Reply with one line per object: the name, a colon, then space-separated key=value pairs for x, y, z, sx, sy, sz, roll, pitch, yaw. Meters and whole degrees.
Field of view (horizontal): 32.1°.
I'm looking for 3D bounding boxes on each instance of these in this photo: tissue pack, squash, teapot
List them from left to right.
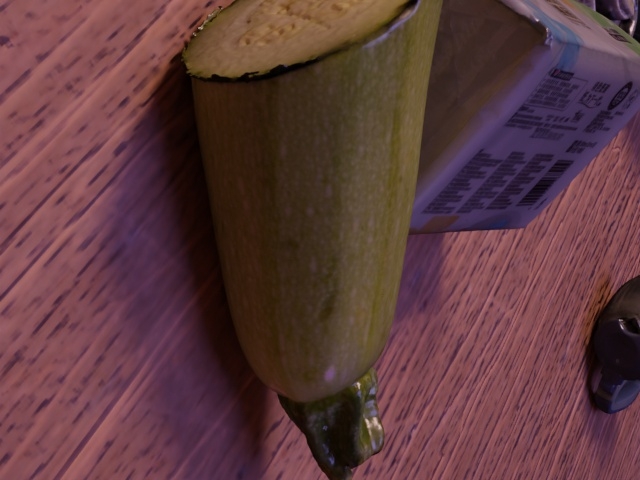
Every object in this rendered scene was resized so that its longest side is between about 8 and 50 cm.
squash: x=-0.016 y=-0.003 z=0.590 sx=0.137 sy=0.137 sz=0.287 roll=-23 pitch=124 yaw=-56
tissue pack: x=0.093 y=-0.103 z=0.721 sx=0.159 sy=0.145 sz=0.229 roll=-50 pitch=158 yaw=24
teapot: x=0.329 y=0.107 z=1.173 sx=0.108 sy=0.149 sz=0.111 roll=-23 pitch=74 yaw=-40

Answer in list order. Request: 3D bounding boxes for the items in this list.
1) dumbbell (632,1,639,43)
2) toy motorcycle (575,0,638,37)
dumbbell: x=0.463 y=-0.183 z=1.301 sx=0.144 sy=0.160 sz=0.325 roll=-46 pitch=137 yaw=-5
toy motorcycle: x=0.219 y=-0.330 z=0.928 sx=0.223 sy=0.108 sz=0.340 roll=-52 pitch=127 yaw=-35
